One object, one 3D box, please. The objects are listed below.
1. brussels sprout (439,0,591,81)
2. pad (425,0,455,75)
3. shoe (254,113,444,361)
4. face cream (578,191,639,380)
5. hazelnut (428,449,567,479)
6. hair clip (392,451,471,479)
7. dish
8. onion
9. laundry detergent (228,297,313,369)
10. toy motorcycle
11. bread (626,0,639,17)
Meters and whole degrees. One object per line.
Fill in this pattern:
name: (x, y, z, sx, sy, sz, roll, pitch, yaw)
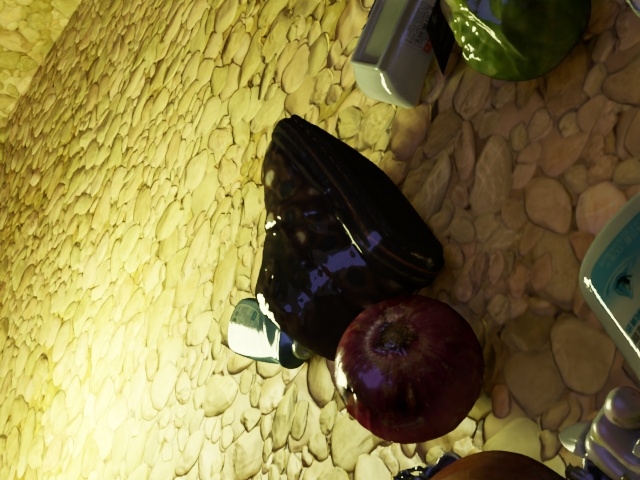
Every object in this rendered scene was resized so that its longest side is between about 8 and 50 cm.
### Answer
brussels sprout: (0.239, -0.284, 1.159, 0.180, 0.144, 0.161, 49, 128, 17)
pad: (0.174, -0.308, 1.276, 0.004, 0.190, 0.127, 18, 86, 15)
shoe: (0.000, 0.000, 1.326, 0.237, 0.171, 0.384, -53, 42, 16)
face cream: (0.350, 0.093, 0.825, 0.163, 0.080, 0.336, -55, 33, 27)
hazelnut: (0.177, 0.302, 0.883, 0.181, 0.181, 0.212, -28, 69, 3)
hair clip: (0.145, 0.295, 1.048, 0.195, 0.052, 0.124, 19, 93, 53)
dish: (0.120, -0.314, 1.421, 0.151, 0.077, 0.212, 31, 97, 58)
onion: (0.104, 0.150, 1.106, 0.177, 0.153, 0.177, -35, 30, 25)
laundry detergent: (-0.070, 0.144, 1.449, 0.206, 0.061, 0.096, 9, 77, 58)
toy motorcycle: (0.277, 0.181, 0.796, 0.073, 0.152, 0.225, -44, 8, -19)
bread: (0.411, -0.329, 0.955, 0.267, 0.040, 0.267, -5, 82, 40)
